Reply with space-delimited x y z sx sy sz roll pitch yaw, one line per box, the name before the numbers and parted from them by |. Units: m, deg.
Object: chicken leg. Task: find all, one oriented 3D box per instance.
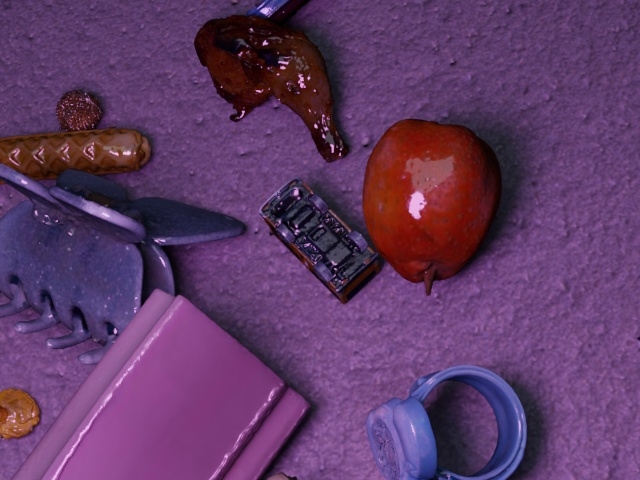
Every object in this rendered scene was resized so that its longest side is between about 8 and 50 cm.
chicken leg | -0.075 -0.254 1.936 0.323 0.083 0.177 25 112 20

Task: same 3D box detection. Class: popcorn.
popcorn | -0.470 0.258 1.817 0.084 0.084 0.084 -4 66 10

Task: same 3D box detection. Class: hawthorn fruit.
hawthorn fruit | 0.157 -0.041 1.752 0.211 0.210 0.262 5 74 14

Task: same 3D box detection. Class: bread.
bread | -0.457 -0.135 1.984 0.368 0.077 0.084 -3 25 10

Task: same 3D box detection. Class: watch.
watch | 0.178 0.270 1.640 0.193 0.211 0.211 -14 63 -15

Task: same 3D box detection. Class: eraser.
eraser | -0.221 0.287 1.654 0.359 0.272 0.122 -53 28 -14

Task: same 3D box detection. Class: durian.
durian | -0.405 -0.211 2.010 0.080 0.080 0.091 30 55 22

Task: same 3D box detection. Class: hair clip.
hair clip | -0.351 0.029 1.788 0.318 0.392 0.238 21 97 21

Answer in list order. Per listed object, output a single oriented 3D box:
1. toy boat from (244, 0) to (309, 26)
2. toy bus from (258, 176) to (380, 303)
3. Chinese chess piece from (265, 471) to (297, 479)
toy boat | -0.064 -0.421 2.014 0.223 0.100 0.097 -41 92 -4
toy bus | 0.000 0.000 1.820 0.091 0.103 0.182 -43 71 -8
Chinese chess piece | -0.011 0.389 1.605 0.188 0.188 0.083 39 80 24
